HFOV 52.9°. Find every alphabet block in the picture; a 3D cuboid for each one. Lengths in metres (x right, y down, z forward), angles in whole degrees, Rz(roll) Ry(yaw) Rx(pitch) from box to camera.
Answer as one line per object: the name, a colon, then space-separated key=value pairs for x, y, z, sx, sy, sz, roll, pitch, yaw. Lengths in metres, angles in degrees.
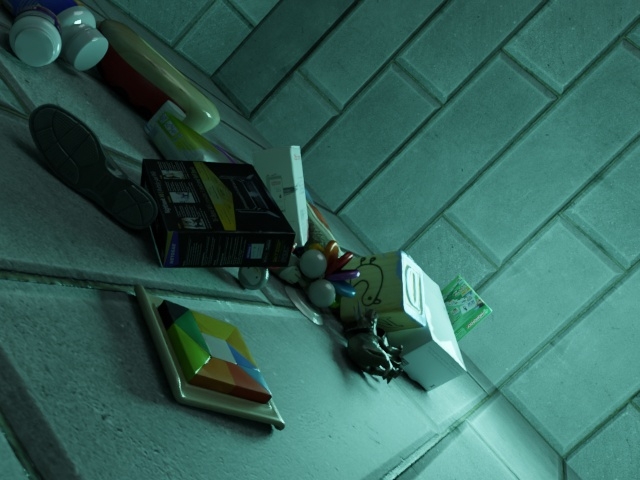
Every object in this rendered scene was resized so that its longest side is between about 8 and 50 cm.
alphabet block: x=0.183 y=0.157 z=1.888 sx=0.193 sy=0.197 sz=0.193 roll=40 pitch=44 yaw=-53

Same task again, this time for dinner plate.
dinner plate: x=-0.038 y=0.164 z=1.671 sx=0.141 sy=0.017 sz=0.141 roll=43 pitch=10 yaw=-9

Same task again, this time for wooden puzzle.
wooden puzzle: x=-0.160 y=0.171 z=0.965 sx=0.238 sy=0.044 sz=0.221 roll=36 pitch=12 yaw=-45

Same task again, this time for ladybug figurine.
ladybug figurine: x=-0.508 y=-0.473 z=1.938 sx=0.449 sy=0.162 sz=0.305 roll=41 pitch=5 yaw=-15

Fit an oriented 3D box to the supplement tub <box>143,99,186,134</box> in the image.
supplement tub: x=-0.439 y=-0.333 z=1.816 sx=0.071 sy=0.107 sz=0.071 roll=44 pitch=8 yaw=-8

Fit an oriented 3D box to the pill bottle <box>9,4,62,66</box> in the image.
pill bottle: x=-0.641 y=-0.458 z=1.452 sx=0.108 sy=0.108 sz=0.193 roll=39 pitch=11 yaw=-34

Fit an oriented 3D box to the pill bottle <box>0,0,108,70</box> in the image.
pill bottle: x=-0.682 y=-0.574 z=1.660 sx=0.272 sy=0.152 sz=0.152 roll=44 pitch=9 yaw=3

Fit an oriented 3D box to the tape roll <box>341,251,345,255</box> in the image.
tape roll: x=0.100 y=0.143 z=2.238 sx=0.392 sy=0.072 sz=0.392 roll=43 pitch=9 yaw=-8

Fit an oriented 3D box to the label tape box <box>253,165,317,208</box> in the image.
label tape box: x=-0.136 y=-0.168 z=2.468 sx=0.249 sy=0.115 sz=0.348 roll=40 pitch=12 yaw=-27

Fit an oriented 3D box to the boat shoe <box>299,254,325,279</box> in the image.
boat shoe: x=-0.022 y=0.095 z=1.906 sx=0.066 sy=0.066 sz=0.183 roll=25 pitch=16 yaw=-43

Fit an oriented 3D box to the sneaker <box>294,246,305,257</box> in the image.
sneaker: x=-0.073 y=0.011 z=2.080 sx=0.152 sy=0.058 sz=0.084 roll=46 pitch=-3 yaw=-40

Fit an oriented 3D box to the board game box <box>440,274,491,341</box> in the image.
board game box: x=0.414 y=0.283 z=2.216 sx=0.046 sy=0.317 sz=0.213 roll=43 pitch=9 yaw=-26

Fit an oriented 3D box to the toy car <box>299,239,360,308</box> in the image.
toy car: x=0.036 y=0.087 z=1.709 sx=0.159 sy=0.136 sz=0.182 roll=-16 pitch=90 yaw=-69

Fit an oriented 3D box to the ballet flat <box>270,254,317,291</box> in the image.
ballet flat: x=-0.065 y=0.089 z=1.715 sx=0.068 sy=0.072 sz=0.213 roll=55 pitch=12 yaw=29

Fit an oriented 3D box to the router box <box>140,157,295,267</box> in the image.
router box: x=-0.215 y=-0.060 z=1.284 sx=0.242 sy=0.081 sz=0.309 roll=1 pitch=31 yaw=-24

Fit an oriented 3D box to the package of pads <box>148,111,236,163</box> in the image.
package of pads: x=-0.321 y=-0.208 z=1.811 sx=0.229 sy=0.101 sz=0.296 roll=49 pitch=10 yaw=32

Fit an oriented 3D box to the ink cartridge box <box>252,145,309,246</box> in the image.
ink cartridge box: x=-0.110 y=-0.128 z=1.878 sx=0.207 sy=0.117 sz=0.283 roll=-57 pitch=140 yaw=-81

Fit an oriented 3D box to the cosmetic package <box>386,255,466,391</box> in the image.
cosmetic package: x=0.313 y=0.262 z=2.074 sx=0.217 sy=0.156 sz=0.385 roll=42 pitch=23 yaw=-35

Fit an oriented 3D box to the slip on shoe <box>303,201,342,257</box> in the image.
slip on shoe: x=0.000 y=0.000 z=2.023 sx=0.101 sy=0.123 sz=0.331 roll=11 pitch=39 yaw=-47

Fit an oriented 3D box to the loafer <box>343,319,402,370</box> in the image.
loafer: x=0.162 y=0.290 z=1.802 sx=0.220 sy=0.078 sz=0.080 roll=40 pitch=10 yaw=-29

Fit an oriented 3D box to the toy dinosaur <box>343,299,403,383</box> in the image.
toy dinosaur: x=0.122 y=0.287 z=1.624 sx=0.160 sy=0.121 sz=0.313 roll=30 pitch=18 yaw=-2

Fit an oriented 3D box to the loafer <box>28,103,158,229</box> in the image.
loafer: x=-0.402 y=-0.122 z=1.131 sx=0.267 sy=0.096 sz=0.084 roll=49 pitch=-13 yaw=-21

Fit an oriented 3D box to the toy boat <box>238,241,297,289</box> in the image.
toy boat: x=-0.172 y=-0.006 z=1.507 sx=0.267 sy=0.148 sz=0.318 roll=45 pitch=-1 yaw=-35
